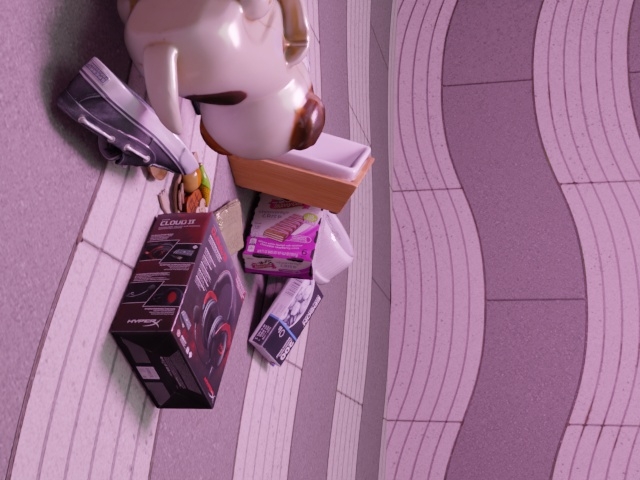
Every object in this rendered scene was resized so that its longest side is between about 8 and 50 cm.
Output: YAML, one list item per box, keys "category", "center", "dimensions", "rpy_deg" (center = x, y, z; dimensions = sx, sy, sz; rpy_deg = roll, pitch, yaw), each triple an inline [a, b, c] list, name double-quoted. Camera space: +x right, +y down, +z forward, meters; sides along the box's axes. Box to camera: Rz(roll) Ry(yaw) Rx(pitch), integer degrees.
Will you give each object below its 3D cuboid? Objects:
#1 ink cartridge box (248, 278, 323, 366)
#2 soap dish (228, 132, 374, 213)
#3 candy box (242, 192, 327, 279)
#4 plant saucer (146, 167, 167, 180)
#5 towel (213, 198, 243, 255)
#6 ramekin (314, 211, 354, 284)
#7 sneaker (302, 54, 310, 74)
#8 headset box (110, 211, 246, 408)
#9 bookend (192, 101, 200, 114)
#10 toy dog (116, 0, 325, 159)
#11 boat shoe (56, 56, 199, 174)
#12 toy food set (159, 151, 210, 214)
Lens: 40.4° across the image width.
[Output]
- category: "ink cartridge box"
  center: [-0.069, 0.190, 2.047]
  dimensions: [0.206, 0.045, 0.208]
  rpy_deg: [-57, 156, -14]
- category: "soap dish"
  center: [-0.041, -0.167, 1.942]
  dimensions: [0.229, 0.291, 0.118]
  rpy_deg: [-58, 162, -65]
- category: "candy box"
  center: [-0.076, -0.026, 1.979]
  dimensions: [0.071, 0.159, 0.233]
  rpy_deg: [89, 9, -47]
- category: "plant saucer"
  center: [-0.284, -0.143, 1.494]
  dimensions: [0.083, 0.015, 0.083]
  rpy_deg: [-2, 90, -75]
- category: "towel"
  center: [-0.193, -0.021, 1.805]
  dimensions: [0.148, 0.027, 0.110]
  rpy_deg: [-50, 137, -70]
- category: "ramekin"
  center: [0.000, 0.000, 2.221]
  dimensions: [0.207, 0.109, 0.207]
  rpy_deg: [54, 15, -21]
- category: "sneaker"
  center: [-0.073, -0.416, 2.175]
  dimensions: [0.235, 0.094, 0.153]
  rpy_deg: [65, 17, -79]
- category: "headset box"
  center: [-0.228, 0.107, 1.488]
  dimensions: [0.293, 0.110, 0.218]
  rpy_deg: [-77, 159, -43]
- category: "bookend"
  center: [-0.177, -0.322, 1.645]
  dimensions: [0.156, 0.157, 0.072]
  rpy_deg: [73, 21, -47]
- category: "toy dog"
  center: [-0.132, -0.296, 1.429]
  dimensions: [0.408, 0.285, 0.395]
  rpy_deg: [54, 28, -57]
- category: "boat shoe"
  center: [-0.288, -0.160, 1.320]
  dimensions: [0.108, 0.102, 0.301]
  rpy_deg: [46, 0, 24]
- category: "toy food set"
  center: [-0.237, -0.077, 1.618]
  dimensions: [0.192, 0.039, 0.132]
  rpy_deg: [-68, 152, -57]
